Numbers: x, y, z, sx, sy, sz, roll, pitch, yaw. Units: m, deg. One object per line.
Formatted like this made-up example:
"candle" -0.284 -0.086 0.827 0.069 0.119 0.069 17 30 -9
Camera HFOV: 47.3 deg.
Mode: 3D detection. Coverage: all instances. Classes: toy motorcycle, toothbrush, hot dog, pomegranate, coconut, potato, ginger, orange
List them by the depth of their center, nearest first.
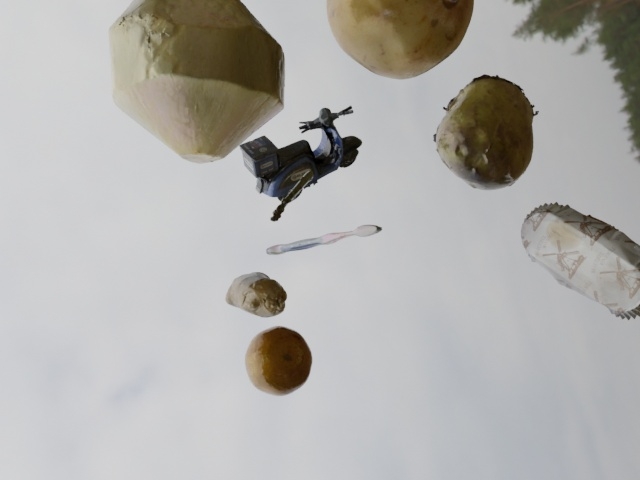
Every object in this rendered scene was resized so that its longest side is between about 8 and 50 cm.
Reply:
"hot dog" 0.329 0.020 0.911 0.053 0.099 0.192 2 -153 -48
"coconut" -0.177 -0.231 1.039 0.259 0.259 0.259 40 -140 -44
"pomegranate" 0.136 -0.406 1.243 0.264 0.264 0.264 40 -140 -44
"ginger" -0.114 0.094 1.300 0.096 0.190 0.068 11 -89 -21
"toothbrush" 0.000 0.000 1.323 0.027 0.269 0.021 13 -108 -47
"orange" -0.095 0.267 1.615 0.155 0.134 0.154 9 -109 -28
"potato" 0.431 -0.231 1.872 0.289 0.300 0.237 8 -132 -9
"toy motorcycle" -0.037 -0.243 2.033 0.125 0.359 0.212 46 154 39

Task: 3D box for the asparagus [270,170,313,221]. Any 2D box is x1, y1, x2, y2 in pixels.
"asparagus" -0.061 -0.102 1.611 0.025 0.024 0.248 58 -151 -15
